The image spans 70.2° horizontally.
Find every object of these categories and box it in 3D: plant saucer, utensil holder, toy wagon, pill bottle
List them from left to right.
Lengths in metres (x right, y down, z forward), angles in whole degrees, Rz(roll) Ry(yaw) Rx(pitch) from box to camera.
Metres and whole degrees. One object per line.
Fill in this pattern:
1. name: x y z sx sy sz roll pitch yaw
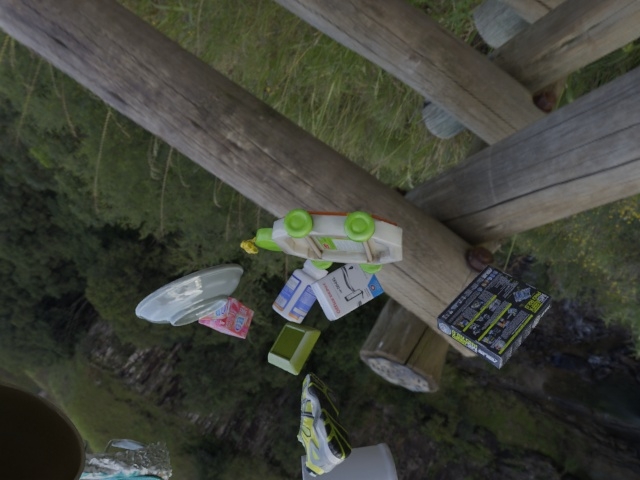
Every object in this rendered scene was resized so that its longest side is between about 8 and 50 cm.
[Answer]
1. plant saucer: -0.450 0.218 1.640 0.100 0.400 0.400 63 155 13
2. plant saucer: -0.114 0.401 1.757 0.188 0.188 0.045 7 150 47
3. pill bottle: -0.084 0.225 2.052 0.152 0.272 0.152 33 178 2
4. toy wagon: 0.000 0.000 0.970 0.344 0.068 0.267 4 163 13
5. utensil holder: 0.120 1.069 1.967 0.385 0.327 0.327 -3 150 -5

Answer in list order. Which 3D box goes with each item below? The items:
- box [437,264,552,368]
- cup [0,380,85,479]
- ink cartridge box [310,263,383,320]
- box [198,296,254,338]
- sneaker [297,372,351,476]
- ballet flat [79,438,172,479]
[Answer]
1. box: 0.515 0.216 1.356 0.216 0.270 0.060 32 151 38
2. cup: -0.667 0.456 0.853 0.331 0.237 0.331 37 179 0
3. ink cartridge box: 0.091 0.166 1.583 0.148 0.203 0.086 61 161 3
4. box: -0.455 0.372 2.230 0.142 0.154 0.300 11 161 15
5. sneaker: -0.021 0.578 1.479 0.145 0.147 0.384 41 -171 -18
6. ballet flat: -0.624 0.627 1.272 0.409 0.147 0.147 5 155 -13
